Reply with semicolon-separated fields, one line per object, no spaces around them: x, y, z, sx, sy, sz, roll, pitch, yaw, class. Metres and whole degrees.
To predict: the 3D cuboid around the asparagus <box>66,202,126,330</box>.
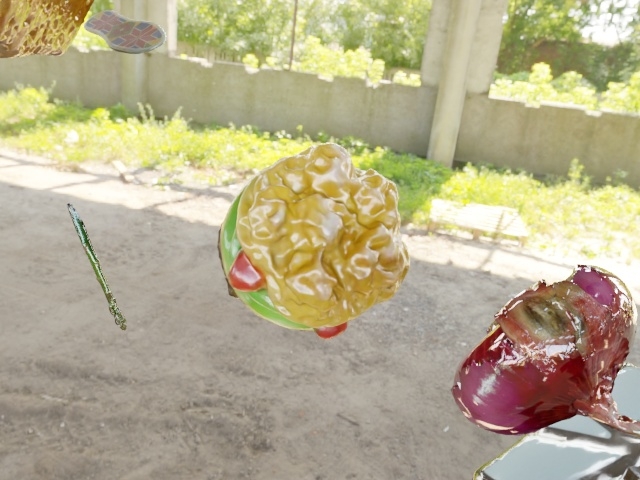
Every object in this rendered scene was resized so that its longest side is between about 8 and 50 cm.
-0.265;0.033;0.641;0.013;0.166;0.016;-16;11;15;asparagus

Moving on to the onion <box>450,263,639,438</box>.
0.182;0.102;0.386;0.150;0.150;0.140;-9;47;-40;onion

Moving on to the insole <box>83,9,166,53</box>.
-0.271;-0.287;0.738;0.065;0.006;0.193;-43;52;-18;insole

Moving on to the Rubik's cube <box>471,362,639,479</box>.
0.374;0.336;0.546;0.288;0.283;0.293;-26;7;-18;Rubik's cube

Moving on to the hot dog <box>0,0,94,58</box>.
-0.354;-0.300;0.505;0.223;0.185;0.405;31;11;-19;hot dog

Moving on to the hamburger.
0.000;0.000;0.630;0.237;0.237;0.149;-2;-11;-24;hamburger
